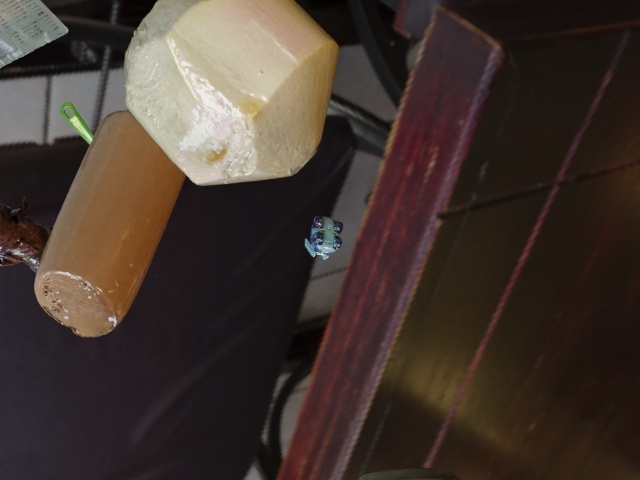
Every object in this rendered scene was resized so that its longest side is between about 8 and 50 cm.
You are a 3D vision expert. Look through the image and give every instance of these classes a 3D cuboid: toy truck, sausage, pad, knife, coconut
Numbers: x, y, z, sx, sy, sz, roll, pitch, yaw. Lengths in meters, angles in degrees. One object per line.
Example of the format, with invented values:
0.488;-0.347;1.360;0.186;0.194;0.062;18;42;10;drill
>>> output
0.000;0.000;1.802;0.056;0.073;0.090;16;149;-20;toy truck
-0.244;-0.020;1.133;0.123;0.123;0.253;58;42;-56;sausage
-0.532;-0.313;1.454;0.265;0.009;0.159;-22;138;21;pad
-0.432;-0.197;1.833;0.078;0.166;0.022;-40;-172;8;knife
-0.088;-0.167;1.042;0.241;0.241;0.241;-28;143;-24;coconut

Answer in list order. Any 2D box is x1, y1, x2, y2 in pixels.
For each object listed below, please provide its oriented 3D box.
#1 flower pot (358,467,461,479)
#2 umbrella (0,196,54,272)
0.085;0.310;0.962;0.235;0.140;0.235;-3;153;-1;flower pot
-0.438;-0.001;1.391;0.094;0.090;0.326;-22;158;15;umbrella
